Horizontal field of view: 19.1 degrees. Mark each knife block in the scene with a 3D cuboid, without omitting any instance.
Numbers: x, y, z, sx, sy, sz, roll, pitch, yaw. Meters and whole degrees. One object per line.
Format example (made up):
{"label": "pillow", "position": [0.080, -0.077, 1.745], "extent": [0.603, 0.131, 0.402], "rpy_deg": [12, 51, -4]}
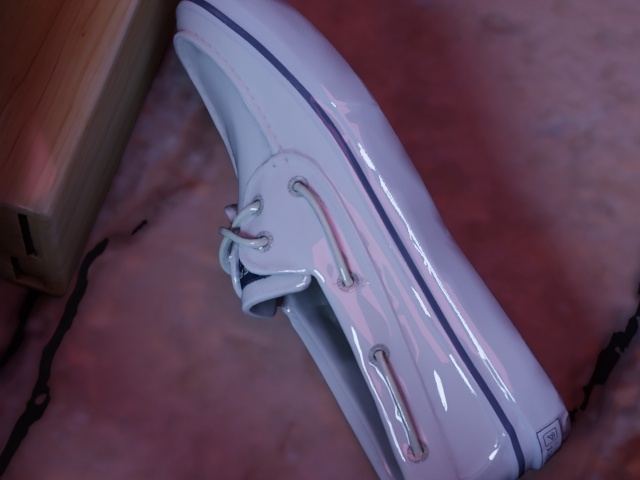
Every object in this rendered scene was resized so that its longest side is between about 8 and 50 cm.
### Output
{"label": "knife block", "position": [-0.072, -0.149, 0.749], "extent": [0.242, 0.088, 0.276], "rpy_deg": [-25, 72, -11]}

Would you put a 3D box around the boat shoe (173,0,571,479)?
{"label": "boat shoe", "position": [0.000, 0.000, 0.699], "extent": [0.075, 0.083, 0.226], "rpy_deg": [-32, 75, -16]}
